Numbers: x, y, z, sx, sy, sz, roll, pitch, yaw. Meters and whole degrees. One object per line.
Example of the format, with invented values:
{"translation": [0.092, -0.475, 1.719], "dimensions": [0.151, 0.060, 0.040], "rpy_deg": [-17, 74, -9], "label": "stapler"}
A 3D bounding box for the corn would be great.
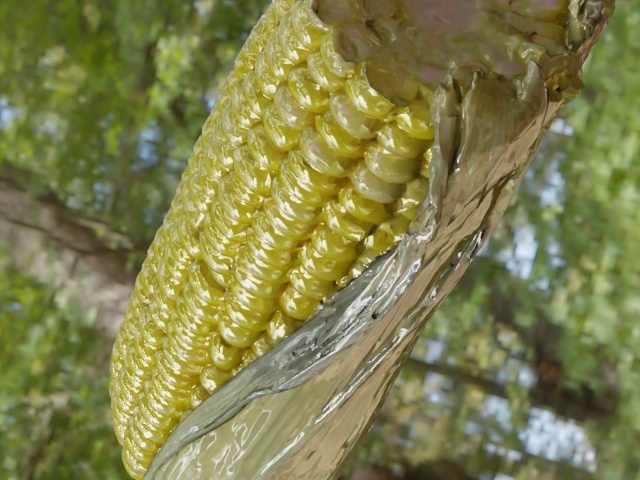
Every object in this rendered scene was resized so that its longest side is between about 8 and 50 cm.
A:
{"translation": [0.004, 0.002, 0.645], "dimensions": [0.123, 0.122, 0.305], "rpy_deg": [-15, -28, -33], "label": "corn"}
